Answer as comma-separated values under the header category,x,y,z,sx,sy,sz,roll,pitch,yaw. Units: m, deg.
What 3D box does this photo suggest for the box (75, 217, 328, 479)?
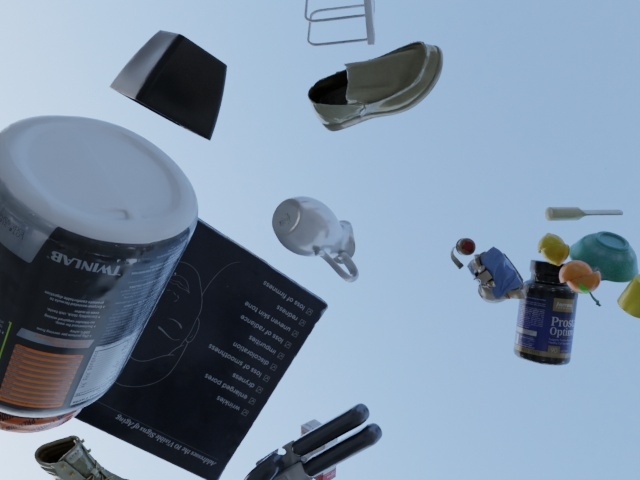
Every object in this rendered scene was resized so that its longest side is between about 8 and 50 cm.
category,x,y,z,sx,sy,sz,roll,pitch,yaw
box,-0.328,0.200,1.399,0.479,0.297,0.472,35,-98,-22

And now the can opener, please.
category,x,y,z,sx,sy,sz,roll,pitch,yaw
can opener,-0.025,0.371,1.036,0.283,0.095,0.076,-39,-102,31

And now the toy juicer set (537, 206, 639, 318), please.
category,x,y,z,sx,sy,sz,roll,pitch,yaw
toy juicer set,0.526,0.027,1.218,0.209,0.329,0.090,10,-57,3

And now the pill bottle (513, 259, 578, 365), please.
category,x,y,z,sx,sy,sz,roll,pitch,yaw
pill bottle,0.502,0.156,1.363,0.122,0.122,0.220,7,-87,24

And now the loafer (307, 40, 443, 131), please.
category,x,y,z,sx,sy,sz,roll,pitch,yaw
loafer,0.085,-0.266,1.060,0.268,0.092,0.102,-20,-118,37

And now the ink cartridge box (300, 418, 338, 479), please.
category,x,y,z,sx,sy,sz,roll,pitch,yaw
ink cartridge box,-0.006,0.569,1.660,0.099,0.056,0.136,20,-67,45

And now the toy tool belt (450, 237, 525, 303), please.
category,x,y,z,sx,sy,sz,roll,pitch,yaw
toy tool belt,0.180,0.029,0.647,0.052,0.051,0.083,-39,-90,-9

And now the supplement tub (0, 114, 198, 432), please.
category,x,y,z,sx,sy,sz,roll,pitch,yaw
supplement tub,-0.268,0.048,0.632,0.193,0.193,0.316,44,-58,14

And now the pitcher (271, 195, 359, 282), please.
category,x,y,z,sx,sy,sz,roll,pitch,yaw
pitcher,0.000,0.000,1.335,0.125,0.207,0.178,-40,-127,21

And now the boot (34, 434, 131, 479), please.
category,x,y,z,sx,sy,sz,roll,pitch,yaw
boot,-0.394,0.425,1.090,0.213,0.077,0.165,-6,-61,23

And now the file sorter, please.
category,x,y,z,sx,sy,sz,roll,pitch,yaw
file sorter,0.037,-0.636,1.469,0.172,0.193,0.278,-3,-42,7

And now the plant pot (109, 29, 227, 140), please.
category,x,y,z,sx,sy,sz,roll,pitch,yaw
plant pot,-0.312,-0.346,1.334,0.187,0.188,0.167,31,-88,49
